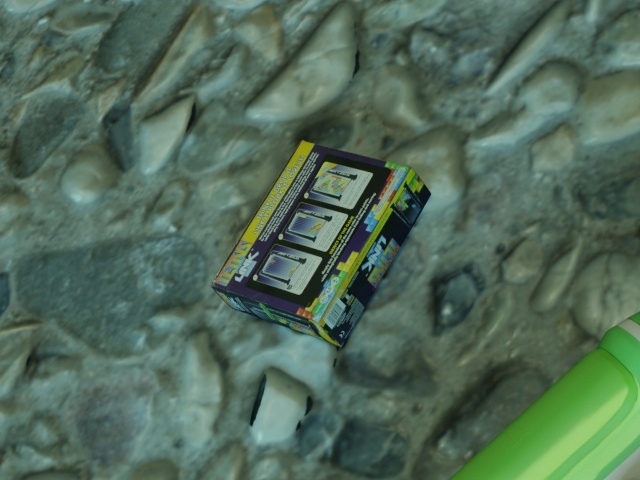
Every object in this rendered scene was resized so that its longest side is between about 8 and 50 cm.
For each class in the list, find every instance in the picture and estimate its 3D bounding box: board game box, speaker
[{"bbox_3d":[0.000,0.000,1.518,0.141,0.048,0.170,17,68,42],"label":"board game box"},{"bbox_3d":[0.171,0.185,1.215,0.296,0.131,0.131,-42,45,-1],"label":"speaker"}]
